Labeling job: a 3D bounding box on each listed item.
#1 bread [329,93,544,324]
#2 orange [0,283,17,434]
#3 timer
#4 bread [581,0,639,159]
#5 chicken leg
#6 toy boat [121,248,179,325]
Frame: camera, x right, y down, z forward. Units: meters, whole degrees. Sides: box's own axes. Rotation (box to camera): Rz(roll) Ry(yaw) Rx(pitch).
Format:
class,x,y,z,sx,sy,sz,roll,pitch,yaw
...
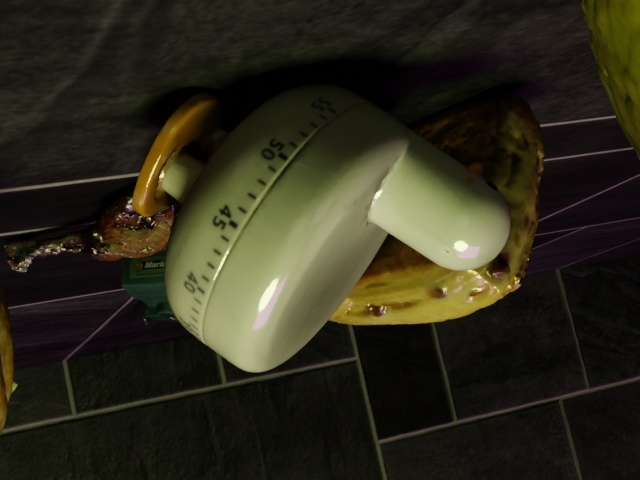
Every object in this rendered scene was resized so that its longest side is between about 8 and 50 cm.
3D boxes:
class,x,y,z,sx,sy,sz,roll,pitch,yaw
bread,0.099,-0.014,0.990,0.235,0.210,0.099,-18,134,44
orange,-0.383,0.125,0.811,0.329,0.329,0.249,-19,131,33
timer,0.000,0.000,0.830,0.233,0.240,0.233,-51,166,-18
bread,0.217,-0.098,0.435,0.208,0.251,0.376,-16,-179,17
chicken leg,-0.213,-0.009,1.078,0.253,0.051,0.106,-18,164,35
toy boat,-0.088,0.025,1.211,0.296,0.122,0.114,-7,156,32
